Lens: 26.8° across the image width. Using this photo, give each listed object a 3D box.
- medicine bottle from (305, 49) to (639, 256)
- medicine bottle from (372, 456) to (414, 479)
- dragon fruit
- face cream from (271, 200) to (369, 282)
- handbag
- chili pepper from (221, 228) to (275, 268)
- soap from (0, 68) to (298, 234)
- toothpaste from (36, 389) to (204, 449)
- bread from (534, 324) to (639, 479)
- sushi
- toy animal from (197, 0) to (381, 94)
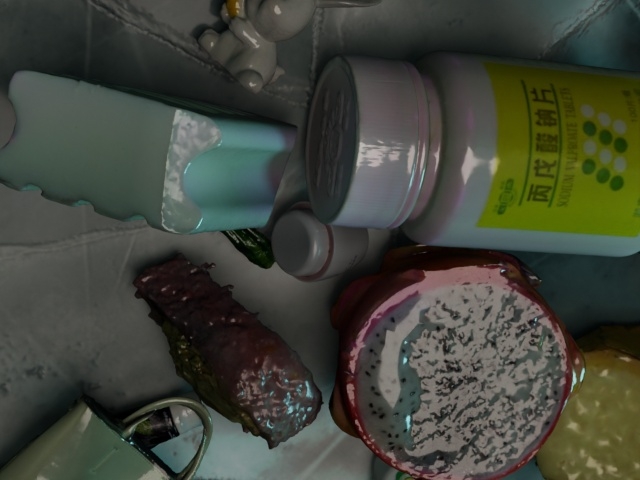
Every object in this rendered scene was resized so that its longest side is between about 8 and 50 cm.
[{"bbox_3d":[0.188,-0.096,1.475,0.378,0.213,0.214,3,108,-17],"label":"medicine bottle"},{"bbox_3d":[0.123,0.342,1.689,0.119,0.069,0.183,-3,111,-18],"label":"medicine bottle"},{"bbox_3d":[0.138,0.131,1.565,0.290,0.189,0.291,-2,102,-11],"label":"dragon fruit"},{"bbox_3d":[0.000,0.000,1.514,0.095,0.091,0.091,-6,113,-45],"label":"face cream"},{"bbox_3d":[-0.248,0.299,1.520,0.315,0.109,0.241,-37,118,8],"label":"handbag"},{"bbox_3d":[-0.094,-0.004,1.512,0.118,0.035,0.055,25,138,-22],"label":"chili pepper"},{"bbox_3d":[-0.146,-0.085,1.342,0.208,0.347,0.115,17,97,16],"label":"soap"},{"bbox_3d":[-0.226,0.226,1.561,0.193,0.045,0.071,-18,113,-3],"label":"toothpaste"},{"bbox_3d":[0.459,0.251,1.656,0.315,0.279,0.248,-5,118,-27],"label":"bread"},{"bbox_3d":[-0.097,0.127,1.486,0.107,0.161,0.241,-40,113,-19],"label":"sushi"},{"bbox_3d":[-0.040,-0.252,1.433,0.182,0.131,0.127,-50,147,12],"label":"toy animal"}]
